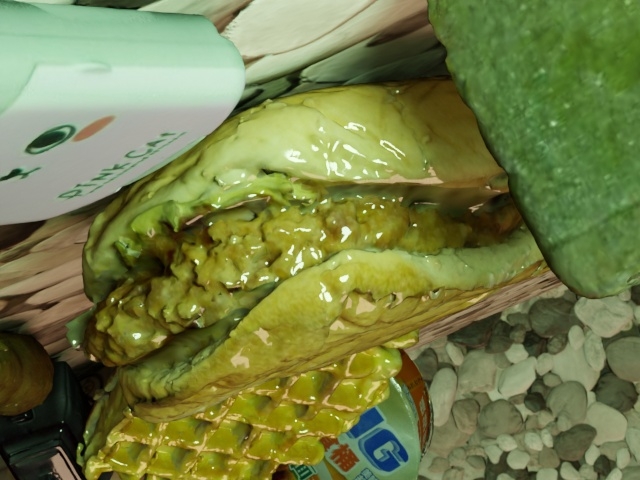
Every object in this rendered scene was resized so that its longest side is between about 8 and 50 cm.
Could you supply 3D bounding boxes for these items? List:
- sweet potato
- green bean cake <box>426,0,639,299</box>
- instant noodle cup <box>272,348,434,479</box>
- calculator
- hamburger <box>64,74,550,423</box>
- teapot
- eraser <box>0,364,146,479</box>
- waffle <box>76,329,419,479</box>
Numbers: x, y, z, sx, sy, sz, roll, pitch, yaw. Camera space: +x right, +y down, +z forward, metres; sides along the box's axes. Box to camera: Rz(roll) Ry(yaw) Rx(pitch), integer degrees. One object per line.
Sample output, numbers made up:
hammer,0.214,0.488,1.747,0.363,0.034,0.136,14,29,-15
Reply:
sweet potato,-0.229,0.097,1.151,0.067,0.067,0.274,-23,177,-4
green bean cake,0.155,-0.085,0.664,0.181,0.173,0.094,-33,166,38
instant noodle cup,0.003,0.221,1.863,0.296,0.296,0.214,-26,179,18
calculator,-0.133,-0.044,0.592,0.141,0.045,0.246,-28,169,30
hamburger,0.001,0.000,0.892,0.259,0.144,0.283,-25,177,37
teapot,-0.236,0.187,1.367,0.087,0.096,0.177,-19,127,3
eraser,-0.189,0.180,1.506,0.290,0.171,0.087,-26,131,19
waffle,-0.070,0.111,1.295,0.309,0.065,0.283,-23,138,4
